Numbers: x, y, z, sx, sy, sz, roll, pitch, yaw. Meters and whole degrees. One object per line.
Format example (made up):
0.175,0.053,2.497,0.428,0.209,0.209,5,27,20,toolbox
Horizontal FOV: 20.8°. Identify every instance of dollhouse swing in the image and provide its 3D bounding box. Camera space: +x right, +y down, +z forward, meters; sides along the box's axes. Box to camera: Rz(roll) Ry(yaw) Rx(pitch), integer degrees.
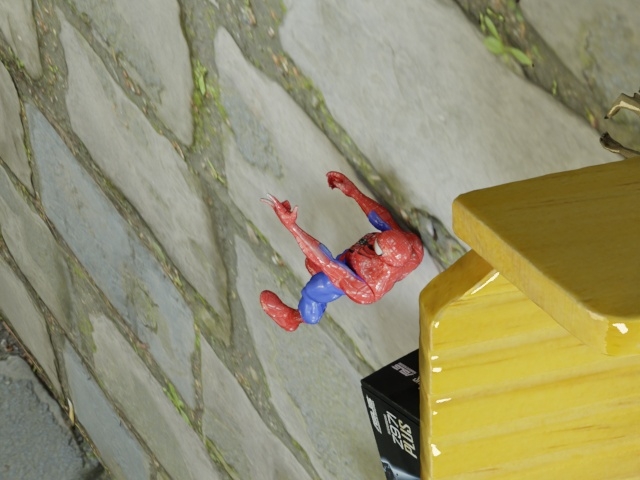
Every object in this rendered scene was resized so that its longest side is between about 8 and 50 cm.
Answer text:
0.245,0.172,0.935,0.347,0.315,0.305,87,169,-45,dollhouse swing

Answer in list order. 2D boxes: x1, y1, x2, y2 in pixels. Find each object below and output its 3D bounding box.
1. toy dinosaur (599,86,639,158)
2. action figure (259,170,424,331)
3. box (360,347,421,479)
0.220,-0.060,1.038,0.092,0.053,0.183,41,161,12,toy dinosaur
0.000,0.000,1.521,0.139,0.091,0.280,52,160,-7,action figure
0.121,0.202,1.509,0.147,0.077,0.180,32,143,54,box
